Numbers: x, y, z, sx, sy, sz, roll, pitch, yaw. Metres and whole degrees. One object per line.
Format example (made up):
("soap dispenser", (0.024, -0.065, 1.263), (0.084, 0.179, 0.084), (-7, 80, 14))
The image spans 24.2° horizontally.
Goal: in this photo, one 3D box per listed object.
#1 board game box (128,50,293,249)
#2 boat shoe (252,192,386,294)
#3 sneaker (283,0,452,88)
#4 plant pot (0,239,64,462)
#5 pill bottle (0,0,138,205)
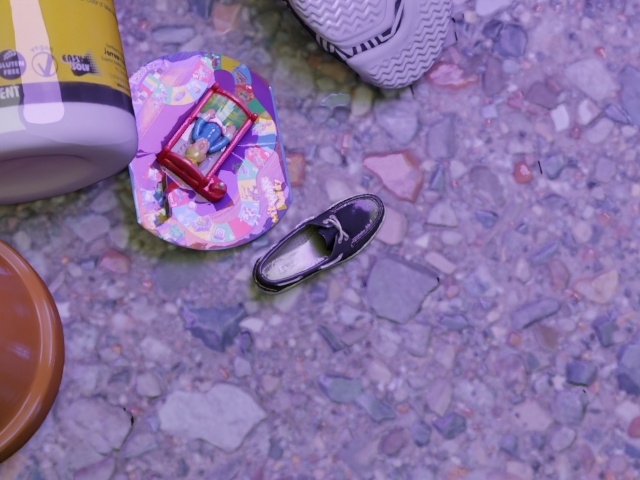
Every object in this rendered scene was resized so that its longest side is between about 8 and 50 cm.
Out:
("board game box", (-0.088, -0.078, 1.204), (0.133, 0.033, 0.168), (-7, 80, -20))
("boat shoe", (0.000, 0.000, 1.208), (0.125, 0.038, 0.046), (-30, 82, -8))
("sneaker", (-0.039, -0.288, 1.217), (0.137, 0.210, 0.366), (-43, 119, -9))
("plant pot", (-0.302, 0.074, 1.102), (0.205, 0.188, 0.205), (1, 80, -3))
("pill bottle", (-0.260, -0.207, 1.157), (0.188, 0.188, 0.334), (-11, 80, -5))
